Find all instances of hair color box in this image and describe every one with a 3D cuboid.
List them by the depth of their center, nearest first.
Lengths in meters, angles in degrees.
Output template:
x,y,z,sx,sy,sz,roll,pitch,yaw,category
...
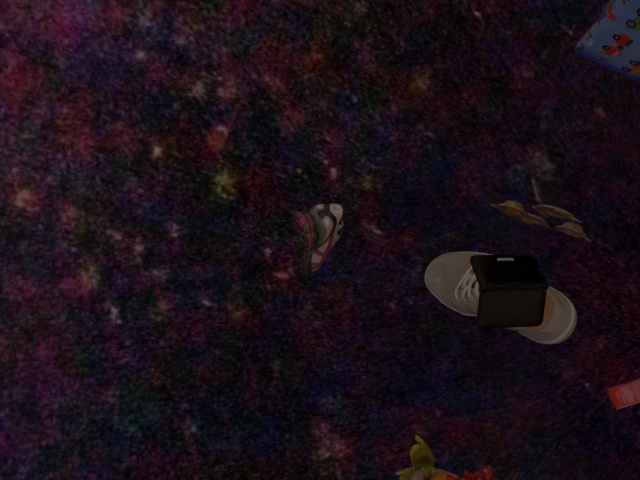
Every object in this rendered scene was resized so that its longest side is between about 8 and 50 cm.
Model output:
x,y,z,sx,sy,sz,roll,pitch,yaw,category
0.777,0.353,1.549,0.167,0.093,0.053,-21,72,14,hair color box

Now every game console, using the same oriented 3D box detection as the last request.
x,y,z,sx,sy,sz,roll,pitch,yaw,category
0.314,0.084,1.099,0.071,0.122,0.107,103,162,-46,game console

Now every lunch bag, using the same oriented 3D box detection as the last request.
x,y,z,sx,sy,sz,roll,pitch,yaw,category
0.630,-0.340,1.099,0.293,0.221,0.138,37,74,4,lunch bag

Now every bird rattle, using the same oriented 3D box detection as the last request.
x,y,z,sx,sy,sz,roll,pitch,yaw,category
0.302,0.594,1.541,0.253,0.207,0.143,25,101,15,bird rattle

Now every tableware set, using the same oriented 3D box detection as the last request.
x,y,z,sx,sy,sz,roll,pitch,yaw,category
0.390,-0.039,1.144,0.168,0.141,0.020,16,84,50,tableware set

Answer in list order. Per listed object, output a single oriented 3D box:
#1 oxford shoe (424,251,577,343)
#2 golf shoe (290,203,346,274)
x,y,z,sx,sy,sz,roll,pitch,yaw,category
0.395,0.112,1.537,0.449,0.130,0.169,27,91,57,oxford shoe
0.000,0.000,1.034,0.085,0.186,0.068,-21,72,-13,golf shoe
